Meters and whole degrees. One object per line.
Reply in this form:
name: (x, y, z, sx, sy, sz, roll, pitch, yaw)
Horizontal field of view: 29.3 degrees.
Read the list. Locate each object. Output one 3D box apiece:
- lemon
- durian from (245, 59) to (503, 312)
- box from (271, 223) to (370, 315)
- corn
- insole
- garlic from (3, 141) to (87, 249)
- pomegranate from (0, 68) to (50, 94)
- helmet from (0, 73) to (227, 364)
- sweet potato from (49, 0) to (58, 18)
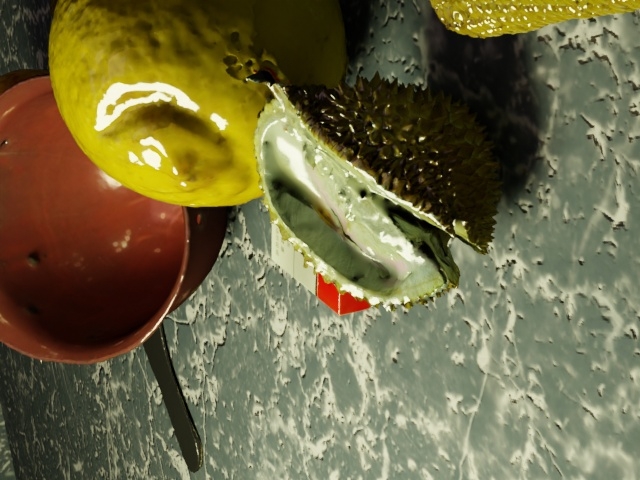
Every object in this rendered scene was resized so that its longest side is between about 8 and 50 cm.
lemon: (-0.111, -0.176, 1.145, 0.297, 0.297, 0.297, 35, 131, 54)
durian: (0.046, -0.069, 1.013, 0.237, 0.138, 0.193, 53, 142, -10)
box: (0.000, 0.000, 1.269, 0.152, 0.048, 0.100, 39, 136, 54)
corn: (0.162, -0.192, 0.811, 0.293, 0.106, 0.106, 3, 104, 62)
insole: (-0.240, 0.186, 1.861, 0.348, 0.009, 0.119, 68, 153, 19)
garlic: (-0.398, -0.039, 1.718, 0.245, 0.160, 0.245, 20, 124, 31)
pomegranate: (-0.435, -0.142, 1.876, 0.248, 0.248, 0.248, 35, 131, 54)
helmet: (-0.258, -0.035, 1.517, 0.385, 0.230, 0.338, -33, 85, 33)
sweet potato: (-0.239, -0.348, 1.483, 0.369, 0.157, 0.158, -25, 79, 65)
